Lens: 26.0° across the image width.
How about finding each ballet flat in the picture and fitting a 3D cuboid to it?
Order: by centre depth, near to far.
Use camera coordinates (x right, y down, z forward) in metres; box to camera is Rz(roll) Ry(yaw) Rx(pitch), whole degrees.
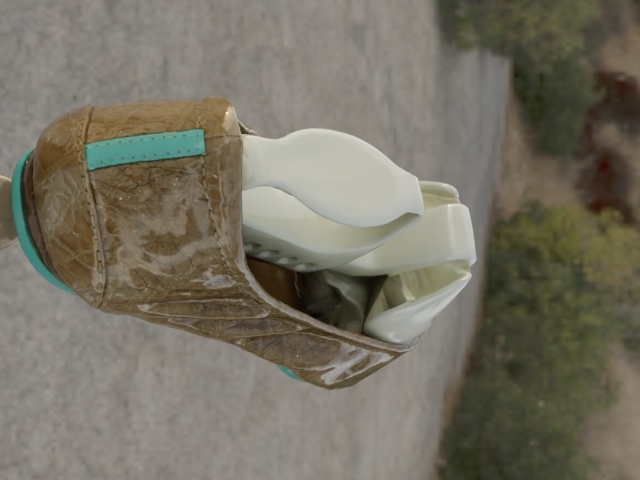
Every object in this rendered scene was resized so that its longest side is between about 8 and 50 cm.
[{"bbox_3d":[0.000,0.000,0.667,0.342,0.124,0.116,28,49,-60],"label":"ballet flat"}]

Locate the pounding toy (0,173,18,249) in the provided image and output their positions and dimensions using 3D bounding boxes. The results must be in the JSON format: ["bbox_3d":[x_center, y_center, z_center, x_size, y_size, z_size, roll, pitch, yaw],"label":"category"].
[{"bbox_3d":[-0.182,-0.075,0.536,0.206,0.181,0.094,48,-16,-17],"label":"pounding toy"}]
